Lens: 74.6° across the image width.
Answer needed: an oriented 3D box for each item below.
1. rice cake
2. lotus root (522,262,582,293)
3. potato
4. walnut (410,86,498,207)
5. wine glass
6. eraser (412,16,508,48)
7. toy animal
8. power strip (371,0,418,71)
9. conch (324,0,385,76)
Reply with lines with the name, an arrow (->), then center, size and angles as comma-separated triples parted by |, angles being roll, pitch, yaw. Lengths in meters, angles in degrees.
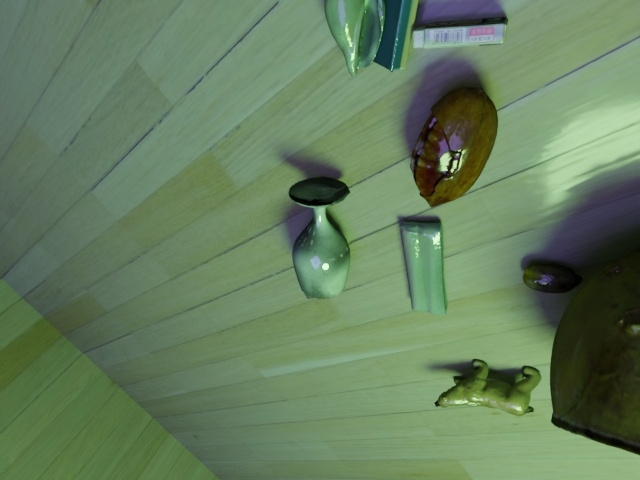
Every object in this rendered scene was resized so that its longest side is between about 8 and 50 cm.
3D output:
rice cake -> 0.212, 0.061, 0.851 | 0.080, 0.042, 0.222 | 1, 126, 24
lotus root -> 0.416, 0.068, 0.751 | 0.099, 0.049, 0.054 | 6, 125, 15
potato -> 0.584, 0.159, 0.593 | 0.442, 0.319, 0.385 | 11, 169, 8
walnut -> 0.204, -0.138, 0.659 | 0.115, 0.116, 0.207 | 19, 131, 12
wine glass -> 0.000, 0.000, 0.855 | 0.126, 0.126, 0.241 | 12, 126, 18
eraser -> 0.194, -0.289, 0.587 | 0.122, 0.052, 0.029 | 8, 126, 22
toy animal -> 0.373, 0.342, 0.944 | 0.218, 0.101, 0.103 | 3, 127, 24
power strip -> 0.109, -0.316, 0.607 | 0.056, 0.032, 0.123 | 49, 146, 41
conch -> 0.052, -0.337, 0.614 | 0.088, 0.065, 0.180 | -5, 117, 19
